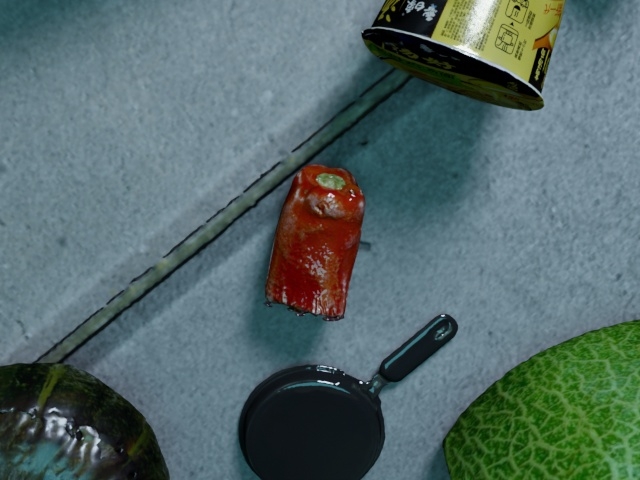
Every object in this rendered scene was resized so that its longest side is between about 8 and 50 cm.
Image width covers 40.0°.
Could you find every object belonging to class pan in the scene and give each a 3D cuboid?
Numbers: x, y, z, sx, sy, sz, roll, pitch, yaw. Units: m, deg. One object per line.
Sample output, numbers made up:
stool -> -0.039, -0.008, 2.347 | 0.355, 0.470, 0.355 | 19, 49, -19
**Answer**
pan -> 0.030, 0.146, 0.795 | 0.235, 0.028, 0.136 | -40, 105, 6

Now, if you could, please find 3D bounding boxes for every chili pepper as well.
chili pepper -> 0.000, 0.000, 0.735 | 0.070, 0.073, 0.123 | -5, 114, -47

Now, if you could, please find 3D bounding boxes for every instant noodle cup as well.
instant noodle cup -> 0.121, -0.178, 0.663 | 0.151, 0.151, 0.122 | 23, 94, -10

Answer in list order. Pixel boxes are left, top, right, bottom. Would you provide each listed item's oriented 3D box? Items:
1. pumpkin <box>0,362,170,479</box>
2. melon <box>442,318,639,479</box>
pumpkin -> -0.239, 0.219, 0.725 | 0.238, 0.159, 0.238 | 0, 108, 0
melon -> 0.288, 0.226, 0.684 | 0.331, 0.343, 0.226 | -11, 110, -5
